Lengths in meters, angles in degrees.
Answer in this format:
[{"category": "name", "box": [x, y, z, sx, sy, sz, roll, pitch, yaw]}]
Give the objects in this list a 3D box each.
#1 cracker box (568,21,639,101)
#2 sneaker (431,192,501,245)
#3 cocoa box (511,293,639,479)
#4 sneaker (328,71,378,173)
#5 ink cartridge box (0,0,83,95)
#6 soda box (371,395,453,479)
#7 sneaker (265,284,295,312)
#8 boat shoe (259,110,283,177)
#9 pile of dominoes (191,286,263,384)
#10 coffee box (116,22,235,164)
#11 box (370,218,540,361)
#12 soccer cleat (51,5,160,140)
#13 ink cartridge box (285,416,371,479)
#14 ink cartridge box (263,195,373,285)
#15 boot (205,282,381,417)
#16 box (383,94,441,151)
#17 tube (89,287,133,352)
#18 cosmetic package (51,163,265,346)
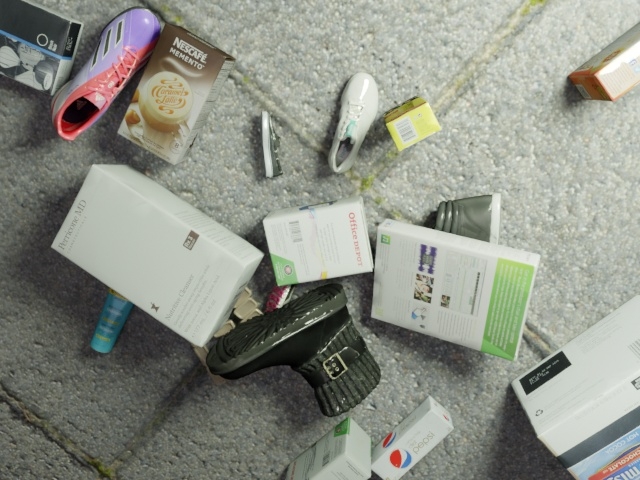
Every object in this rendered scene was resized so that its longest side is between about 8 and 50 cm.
[{"category": "cracker box", "box": [0.597, -0.355, 1.089, 0.232, 0.156, 0.067, -38, 98, 14]}, {"category": "sneaker", "box": [0.304, 0.038, 1.261, 0.146, 0.104, 0.296, 4, 112, 19]}, {"category": "cocoa box", "box": [0.627, 0.330, 1.228, 0.347, 0.231, 0.228, -40, 99, 14]}, {"category": "sneaker", "box": [0.067, -0.236, 1.206, 0.080, 0.094, 0.212, 15, 105, 3]}, {"category": "ink cartridge box", "box": [-0.684, -0.446, 1.244, 0.332, 0.065, 0.165, 23, 107, 0]}, {"category": "soda box", "box": [0.212, 0.472, 1.393, 0.074, 0.069, 0.216, 41, 104, -5]}, {"category": "sneaker", "box": [-0.083, 0.170, 1.348, 0.074, 0.063, 0.171, 17, 91, -27]}, {"category": "boat shoe", "box": [-0.105, -0.205, 1.260, 0.040, 0.049, 0.142, -7, 106, -12]}, {"category": "pile of dominoes", "box": [-0.217, 0.205, 1.394, 0.195, 0.040, 0.251, -22, 110, 11]}, {"category": "coffee box", "box": [-0.298, -0.302, 1.223, 0.141, 0.098, 0.247, 29, 106, -3]}, {"category": "box", "box": [0.266, 0.100, 1.217, 0.321, 0.058, 0.232, 16, 122, 24]}, {"category": "soccer cleat", "box": [-0.435, -0.334, 1.204, 0.318, 0.116, 0.108, -41, 133, 16]}, {"category": "ink cartridge box", "box": [0.017, 0.540, 1.387, 0.208, 0.153, 0.087, -42, 98, 15]}, {"category": "ink cartridge box", "box": [0.000, 0.000, 1.277, 0.212, 0.093, 0.154, -10, 104, 10]}, {"category": "boot", "box": [-0.046, 0.277, 1.277, 0.347, 0.131, 0.260, -24, 108, -14]}, {"category": "box", "box": [0.169, -0.228, 1.126, 0.087, 0.232, 0.058, -26, 103, 13]}, {"category": "tube", "box": [-0.483, 0.164, 1.396, 0.080, 0.052, 0.207, 23, 100, -11]}, {"category": "cosmetic package", "box": [-0.341, 0.022, 1.259, 0.385, 0.156, 0.217, 31, 102, 4]}]
